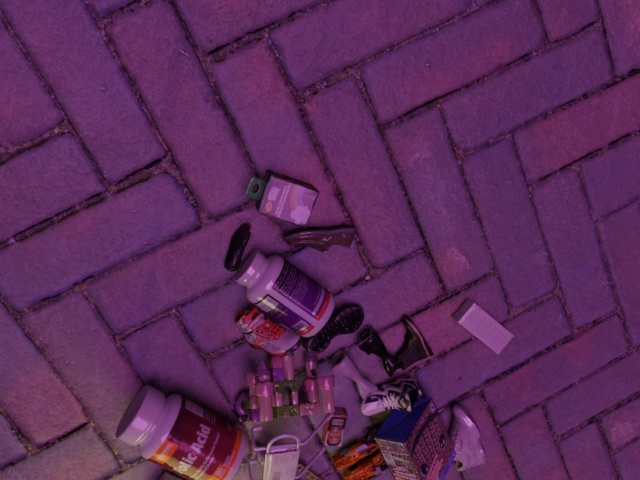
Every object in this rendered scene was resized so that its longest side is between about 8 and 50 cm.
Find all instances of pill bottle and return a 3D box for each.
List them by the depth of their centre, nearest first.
[{"bbox_3d":[-0.121,0.171,1.750,0.322,0.181,0.182,38,94,-18],"label":"pill bottle"},{"bbox_3d":[-0.467,0.663,1.780,0.392,0.224,0.224,35,95,-19],"label":"pill bottle"}]

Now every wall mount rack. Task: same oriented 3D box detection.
[{"bbox_3d":[-0.099,0.735,1.843,0.303,0.131,0.350,-1,126,-16],"label":"wall mount rack"}]

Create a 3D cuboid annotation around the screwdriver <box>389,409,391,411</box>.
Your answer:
[{"bbox_3d":[0.268,0.660,2.042,0.169,0.025,0.024,35,95,-13],"label":"screwdriver"}]

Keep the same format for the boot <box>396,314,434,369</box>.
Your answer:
[{"bbox_3d":[0.324,0.389,1.964,0.137,0.077,0.198,-32,108,3],"label":"boot"}]

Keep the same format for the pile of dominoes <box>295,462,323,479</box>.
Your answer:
[{"bbox_3d":[-0.088,0.973,2.016,0.196,0.040,0.251,-41,120,1],"label":"pile of dominoes"}]

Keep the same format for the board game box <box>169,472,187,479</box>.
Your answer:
[{"bbox_3d":[-0.525,1.030,1.959,0.213,0.046,0.317,-35,109,-1],"label":"board game box"}]

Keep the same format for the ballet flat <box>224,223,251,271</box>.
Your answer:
[{"bbox_3d":[-0.274,0.022,1.757,0.057,0.049,0.173,28,98,26],"label":"ballet flat"}]

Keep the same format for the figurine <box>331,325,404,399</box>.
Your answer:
[{"bbox_3d":[0.174,0.460,1.933,0.215,0.092,0.209,-42,107,2],"label":"figurine"}]

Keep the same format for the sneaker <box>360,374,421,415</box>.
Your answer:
[{"bbox_3d":[0.271,0.593,1.946,0.234,0.153,0.094,-18,96,-13],"label":"sneaker"}]

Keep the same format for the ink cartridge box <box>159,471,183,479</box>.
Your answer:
[{"bbox_3d":[-0.495,0.947,1.879,0.231,0.078,0.134,34,95,-18],"label":"ink cartridge box"}]

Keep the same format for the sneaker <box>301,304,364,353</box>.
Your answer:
[{"bbox_3d":[0.037,0.301,1.867,0.267,0.106,0.101,-26,108,-27],"label":"sneaker"}]

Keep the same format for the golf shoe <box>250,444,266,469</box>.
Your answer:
[{"bbox_3d":[-0.197,0.813,1.968,0.086,0.069,0.176,-32,118,-9],"label":"golf shoe"}]

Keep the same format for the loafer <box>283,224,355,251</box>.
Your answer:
[{"bbox_3d":[0.000,0.000,1.777,0.250,0.094,0.088,-4,101,-11],"label":"loafer"}]

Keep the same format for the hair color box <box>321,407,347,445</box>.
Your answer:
[{"bbox_3d":[0.054,0.710,2.002,0.071,0.043,0.141,7,104,-15],"label":"hair color box"}]

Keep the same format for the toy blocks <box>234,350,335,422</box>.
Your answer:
[{"bbox_3d":[-0.135,0.485,1.839,0.288,0.309,0.260,1,72,-24],"label":"toy blocks"}]

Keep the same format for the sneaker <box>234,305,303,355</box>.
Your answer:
[{"bbox_3d":[-0.183,0.294,1.736,0.090,0.270,0.145,-44,115,-33],"label":"sneaker"}]

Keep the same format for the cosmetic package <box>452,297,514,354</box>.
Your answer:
[{"bbox_3d":[0.624,0.329,2.016,0.239,0.060,0.099,39,96,-19],"label":"cosmetic package"}]

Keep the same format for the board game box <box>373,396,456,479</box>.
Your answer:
[{"bbox_3d":[0.361,0.774,1.975,0.232,0.141,0.291,-43,115,-42],"label":"board game box"}]

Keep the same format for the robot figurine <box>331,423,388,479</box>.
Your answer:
[{"bbox_3d":[0.203,0.841,2.046,0.290,0.085,0.211,-27,109,-4],"label":"robot figurine"}]

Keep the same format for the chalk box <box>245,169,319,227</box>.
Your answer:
[{"bbox_3d":[-0.133,-0.143,1.693,0.212,0.132,0.133,19,101,-15],"label":"chalk box"}]

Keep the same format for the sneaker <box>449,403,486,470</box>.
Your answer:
[{"bbox_3d":[0.564,0.798,2.097,0.152,0.114,0.305,-22,108,-7],"label":"sneaker"}]
